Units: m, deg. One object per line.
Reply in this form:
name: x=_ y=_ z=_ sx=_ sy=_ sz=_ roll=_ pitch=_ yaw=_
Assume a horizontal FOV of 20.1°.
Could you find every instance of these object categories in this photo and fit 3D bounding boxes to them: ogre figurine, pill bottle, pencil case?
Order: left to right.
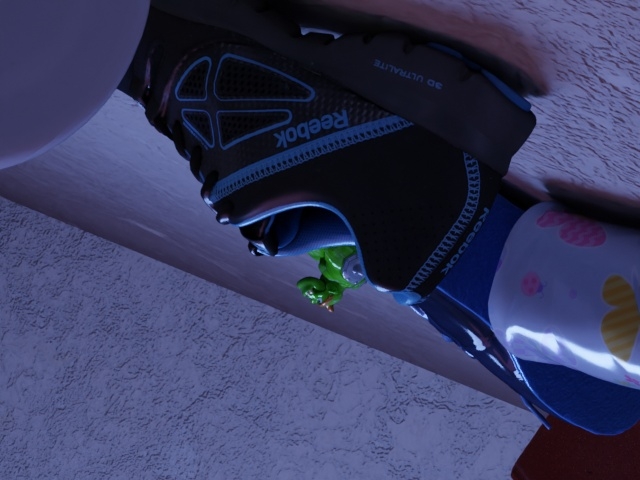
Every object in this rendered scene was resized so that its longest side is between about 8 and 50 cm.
pill bottle: x=-0.244 y=-0.146 z=0.925 sx=0.188 sy=0.188 sz=0.334 roll=28 pitch=173 yaw=-37
ogre figurine: x=0.000 y=0.000 z=1.745 sx=0.118 sy=0.097 sz=0.197 roll=41 pitch=159 yaw=4
pencil case: x=0.243 y=0.057 z=1.190 sx=0.273 sy=0.114 sz=0.124 roll=18 pitch=-179 yaw=43

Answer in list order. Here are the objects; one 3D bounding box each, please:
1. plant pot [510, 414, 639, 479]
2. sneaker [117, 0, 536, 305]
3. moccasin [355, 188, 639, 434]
plant pot: x=0.339 y=0.224 z=1.709 sx=0.235 sy=0.267 sz=0.267 roll=34 pitch=179 yaw=24
sneaker: x=-0.048 y=-0.072 z=1.053 sx=0.340 sy=0.140 sz=0.125 roll=21 pitch=175 yaw=36
moccasin: x=0.133 y=0.021 z=1.360 sx=0.342 sy=0.138 sz=0.117 roll=44 pitch=168 yaw=-31
